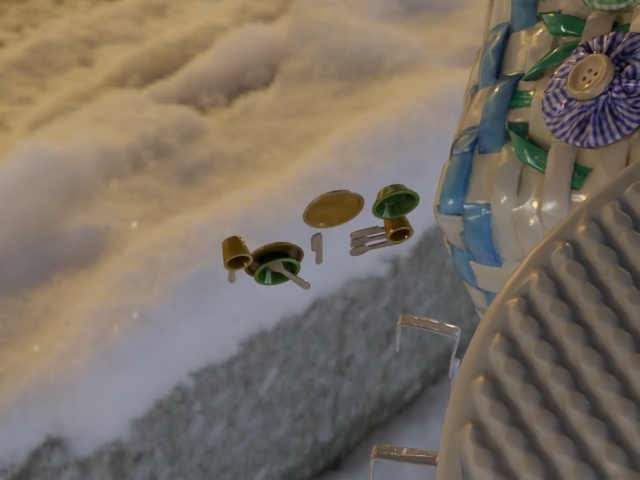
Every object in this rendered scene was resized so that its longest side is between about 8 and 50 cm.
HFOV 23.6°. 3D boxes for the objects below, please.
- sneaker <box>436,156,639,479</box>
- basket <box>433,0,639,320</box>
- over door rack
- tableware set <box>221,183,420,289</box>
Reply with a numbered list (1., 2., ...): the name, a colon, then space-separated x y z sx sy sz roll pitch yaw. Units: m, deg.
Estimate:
1. sneaker: 0.131 0.037 0.427 0.102 0.161 0.282 22 52 29
2. basket: 0.209 -0.041 0.696 0.289 0.201 0.255 4 58 19
3. over door rack: 0.121 0.253 1.251 0.108 0.324 0.239 -6 21 10
4. tableware set: 0.000 0.000 1.167 0.154 0.104 0.024 -12 59 -8
